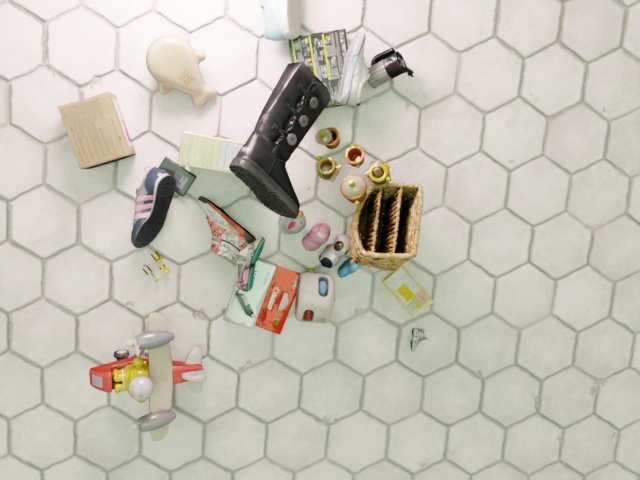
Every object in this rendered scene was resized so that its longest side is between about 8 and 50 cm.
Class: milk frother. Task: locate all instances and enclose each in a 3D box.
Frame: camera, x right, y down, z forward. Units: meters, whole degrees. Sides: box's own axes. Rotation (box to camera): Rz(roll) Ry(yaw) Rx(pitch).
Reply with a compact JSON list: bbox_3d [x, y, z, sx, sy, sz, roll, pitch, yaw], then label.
[{"bbox_3d":[0.262,-0.626,1.883,0.135,0.129,0.143,-19,134,33],"label":"milk frother"}]

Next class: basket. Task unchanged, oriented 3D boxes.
[{"bbox_3d":[0.230,-0.063,1.838,0.214,0.223,0.298,14,70,-8],"label":"basket"}]

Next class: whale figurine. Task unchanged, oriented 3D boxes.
[{"bbox_3d":[-0.502,-0.610,1.825,0.216,0.141,0.272,-43,123,3],"label":"whale figurine"}]

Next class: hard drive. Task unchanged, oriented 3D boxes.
[{"bbox_3d":[-0.553,-0.242,1.909,0.135,0.022,0.094,34,95,-8],"label":"hard drive"}]

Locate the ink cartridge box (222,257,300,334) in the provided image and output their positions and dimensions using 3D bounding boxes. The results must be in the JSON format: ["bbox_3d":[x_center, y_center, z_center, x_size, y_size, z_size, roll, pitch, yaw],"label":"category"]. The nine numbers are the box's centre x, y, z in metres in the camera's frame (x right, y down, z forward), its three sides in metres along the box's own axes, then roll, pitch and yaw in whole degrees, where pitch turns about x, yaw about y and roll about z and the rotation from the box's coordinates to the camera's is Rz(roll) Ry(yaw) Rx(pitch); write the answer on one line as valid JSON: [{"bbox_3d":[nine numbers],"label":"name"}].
[{"bbox_3d":[-0.224,0.221,1.980,0.239,0.060,0.274,21,96,-5],"label":"ink cartridge box"}]

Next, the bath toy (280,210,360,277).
[{"bbox_3d":[0.000,0.000,1.930,0.348,0.129,0.151,37,94,-7],"label":"bath toy"}]

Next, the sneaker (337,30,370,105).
[{"bbox_3d":[0.133,-0.615,1.822,0.092,0.094,0.257,9,105,-17],"label":"sneaker"}]

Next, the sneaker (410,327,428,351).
[{"bbox_3d":[0.407,0.409,2.061,0.069,0.038,0.098,6,98,-4],"label":"sneaker"}]

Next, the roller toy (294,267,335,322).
[{"bbox_3d":[-0.017,0.221,1.927,0.147,0.191,0.209,7,97,-6],"label":"roller toy"}]

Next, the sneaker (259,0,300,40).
[{"bbox_3d":[-0.159,-0.893,1.798,0.150,0.135,0.365,-2,83,25],"label":"sneaker"}]

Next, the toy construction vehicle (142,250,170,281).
[{"bbox_3d":[-0.638,0.101,1.950,0.086,0.035,0.098,-41,101,-9],"label":"toy construction vehicle"}]

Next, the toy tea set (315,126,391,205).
[{"bbox_3d":[0.089,-0.281,1.835,0.336,0.124,0.200,41,88,18],"label":"toy tea set"}]

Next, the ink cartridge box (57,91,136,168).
[{"bbox_3d":[-0.810,-0.397,1.837,0.194,0.088,0.234,-17,98,-3],"label":"ink cartridge box"}]

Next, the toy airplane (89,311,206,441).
[{"bbox_3d":[-0.620,0.518,1.885,0.384,0.272,0.386,-43,98,2],"label":"toy airplane"}]

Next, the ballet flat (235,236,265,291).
[{"bbox_3d":[-0.274,0.083,1.898,0.079,0.077,0.221,18,97,11],"label":"ballet flat"}]

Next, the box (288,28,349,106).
[{"bbox_3d":[0.007,-0.631,1.877,0.217,0.060,0.269,-10,98,-2],"label":"box"}]

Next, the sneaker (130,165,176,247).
[{"bbox_3d":[-0.648,-0.128,1.890,0.131,0.112,0.318,35,106,24],"label":"sneaker"}]

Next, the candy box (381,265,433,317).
[{"bbox_3d":[0.352,0.206,2.034,0.105,0.027,0.206,-42,99,0],"label":"candy box"}]

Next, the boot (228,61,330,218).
[{"bbox_3d":[-0.097,-0.345,1.786,0.146,0.367,0.444,14,69,31],"label":"boot"}]

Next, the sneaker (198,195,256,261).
[{"bbox_3d":[-0.391,-0.036,1.916,0.270,0.090,0.145,41,91,-11],"label":"sneaker"}]

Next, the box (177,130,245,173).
[{"bbox_3d":[-0.366,-0.310,1.816,0.243,0.213,0.117,10,97,-5],"label":"box"}]
